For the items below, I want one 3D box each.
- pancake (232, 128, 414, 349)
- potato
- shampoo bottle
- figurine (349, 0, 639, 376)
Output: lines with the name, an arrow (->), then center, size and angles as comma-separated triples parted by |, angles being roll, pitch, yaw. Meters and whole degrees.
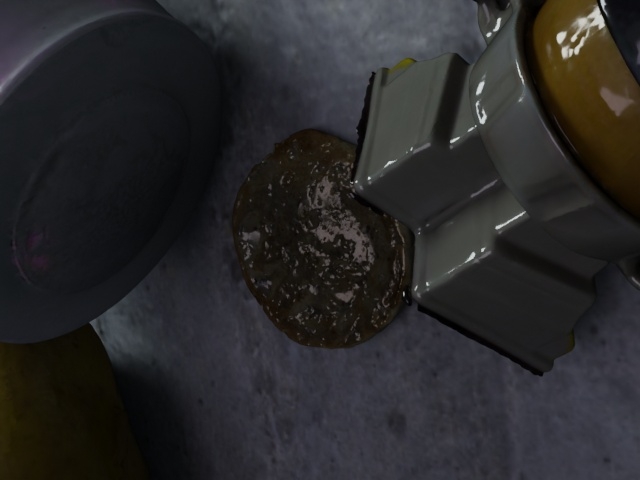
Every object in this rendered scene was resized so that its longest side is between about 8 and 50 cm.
pancake -> -0.001, 0.000, 0.569 | 0.152, 0.025, 0.151 | 10, 107, 37
potato -> -0.258, 0.222, 0.731 | 0.397, 0.290, 0.295 | 98, 170, -64
shampoo bottle -> -0.228, -0.088, 0.567 | 0.266, 0.273, 0.272 | 30, 117, 19
figurine -> 0.147, -0.064, 0.367 | 0.309, 0.143, 0.308 | 19, 129, 25
